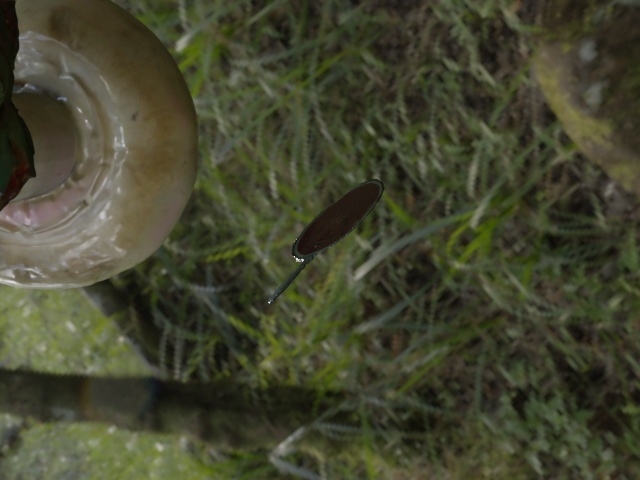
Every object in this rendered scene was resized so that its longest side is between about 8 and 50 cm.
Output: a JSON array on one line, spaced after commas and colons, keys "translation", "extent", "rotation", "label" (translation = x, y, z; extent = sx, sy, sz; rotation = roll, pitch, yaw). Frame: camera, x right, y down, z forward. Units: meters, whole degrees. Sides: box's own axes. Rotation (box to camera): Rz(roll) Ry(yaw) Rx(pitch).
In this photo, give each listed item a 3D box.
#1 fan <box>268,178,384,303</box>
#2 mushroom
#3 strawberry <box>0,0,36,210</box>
[{"translation": [0.000, 0.000, 0.868], "extent": [0.005, 0.133, 0.085], "rotation": [50, 144, -17], "label": "fan"}, {"translation": [-0.323, -0.127, 1.377], "extent": [0.353, 0.325, 0.353], "rotation": [10, 159, 4], "label": "mushroom"}, {"translation": [-0.395, -0.112, 1.014], "extent": [0.238, 0.288, 0.250], "rotation": [91, 179, -80], "label": "strawberry"}]
